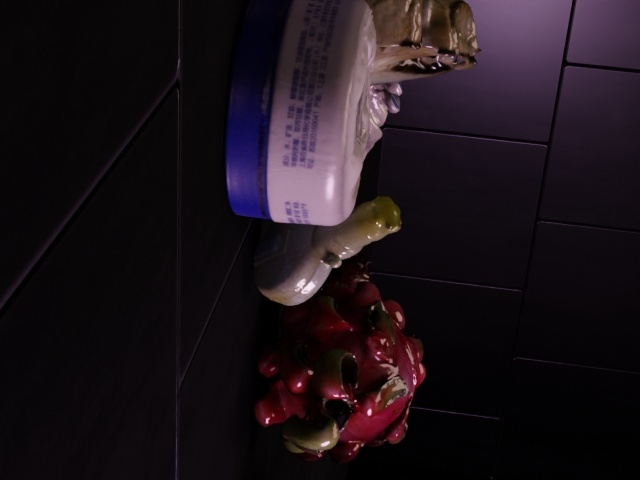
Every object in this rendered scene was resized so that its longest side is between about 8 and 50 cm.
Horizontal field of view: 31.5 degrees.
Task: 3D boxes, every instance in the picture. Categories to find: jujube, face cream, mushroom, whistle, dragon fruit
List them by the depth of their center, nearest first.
[{"bbox_3d":[-0.012,-0.117,0.999,0.206,0.111,0.205,6,90,-86],"label":"face cream"},{"bbox_3d":[0.000,0.000,1.099,0.198,0.057,0.104,-25,-135,51],"label":"whistle"},{"bbox_3d":[0.013,0.150,1.300,0.218,0.198,0.273,-55,153,7],"label":"dragon fruit"},{"bbox_3d":[0.072,-0.278,1.334,0.267,0.190,0.164,-3,89,-61],"label":"mushroom"},{"bbox_3d":[0.029,0.055,1.747,0.166,0.104,0.104,-101,-164,-72],"label":"jujube"}]

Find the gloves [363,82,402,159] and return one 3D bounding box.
[{"bbox_3d":[0.047,-0.181,1.552,0.097,0.119,0.229,62,-35,25],"label":"gloves"}]
